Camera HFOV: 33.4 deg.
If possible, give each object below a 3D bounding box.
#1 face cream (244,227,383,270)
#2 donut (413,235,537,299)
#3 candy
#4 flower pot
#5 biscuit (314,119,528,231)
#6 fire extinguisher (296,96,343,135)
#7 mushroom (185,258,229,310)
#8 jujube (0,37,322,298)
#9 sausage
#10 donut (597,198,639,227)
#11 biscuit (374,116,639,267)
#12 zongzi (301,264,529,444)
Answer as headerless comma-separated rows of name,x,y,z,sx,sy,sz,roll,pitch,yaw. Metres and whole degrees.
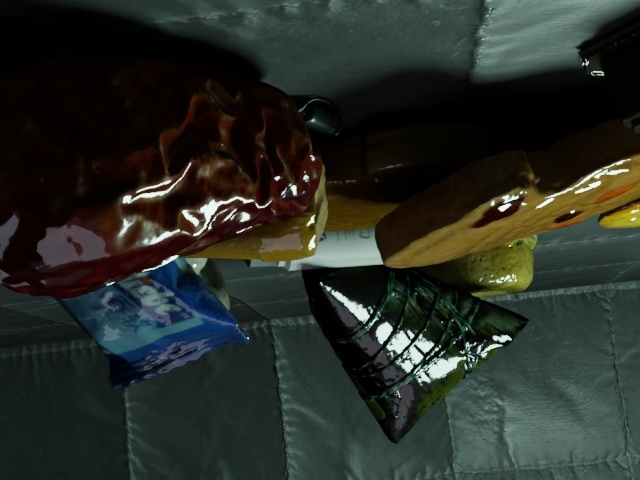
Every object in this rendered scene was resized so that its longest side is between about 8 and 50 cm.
face cream,0.000,0.000,1.638,0.311,0.092,0.092,-5,171,-11
donut,0.263,0.045,1.957,0.208,0.128,0.261,2,166,-36
candy,-0.228,0.016,1.077,0.187,0.077,0.331,-21,124,23
flower pot,0.377,-0.149,0.990,0.251,0.084,0.179,-1,170,-28
biscuit,0.067,-0.073,1.297,0.381,0.074,0.359,4,164,-37
fire extinguisher,-0.003,-0.127,1.078,0.038,0.025,0.083,-49,155,15
mushroom,-0.205,0.021,1.399,0.243,0.243,0.243,-6,171,-1
jujube,-0.149,-0.065,0.894,0.342,0.216,0.216,-5,172,-42
sausage,-0.171,-0.045,1.129,0.354,0.134,0.116,3,-143,10
donut,0.490,-0.076,1.540,0.174,0.074,0.190,3,163,-38
biscuit,0.278,-0.059,1.238,0.455,0.078,0.350,-18,174,-13
zongzi,0.100,0.133,1.762,0.319,0.383,0.362,-49,175,5
